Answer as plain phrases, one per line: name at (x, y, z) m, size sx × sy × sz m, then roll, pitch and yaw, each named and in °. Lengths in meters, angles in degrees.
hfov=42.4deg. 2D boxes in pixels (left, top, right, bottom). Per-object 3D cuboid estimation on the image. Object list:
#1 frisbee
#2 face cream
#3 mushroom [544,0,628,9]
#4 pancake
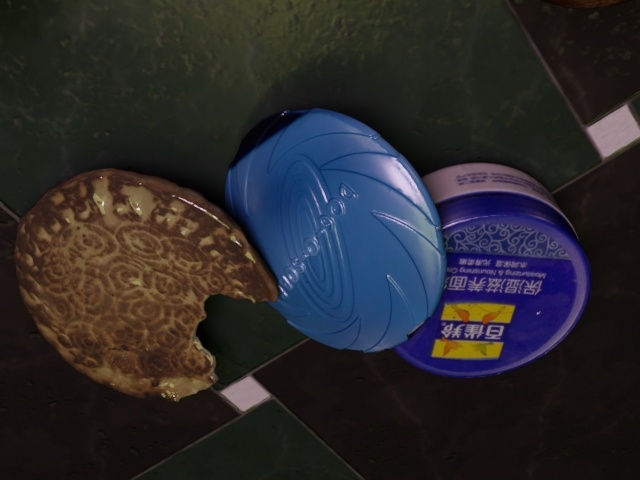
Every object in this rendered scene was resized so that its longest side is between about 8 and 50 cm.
frisbee at (0.000, 0.000, 0.749) m, size 0.242 × 0.045 × 0.242 m, roll 17°, pitch 122°, yaw 30°
face cream at (0.151, 0.028, 0.817) m, size 0.206 × 0.111 × 0.205 m, roll -1°, pitch 125°, yaw -2°
mushroom at (0.149, -0.287, 0.519) m, size 0.163 × 0.278 × 0.297 m, roll -14°, pitch 125°, yaw 34°
pancake at (-0.174, 0.054, 0.821) m, size 0.286 × 0.033 × 0.288 m, roll -4°, pitch 125°, yaw 17°
